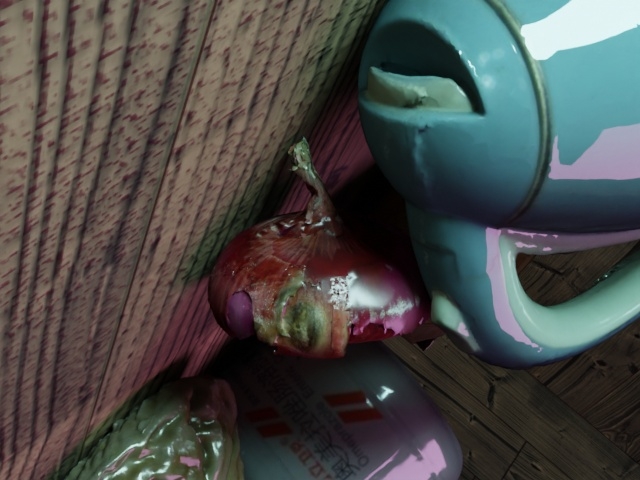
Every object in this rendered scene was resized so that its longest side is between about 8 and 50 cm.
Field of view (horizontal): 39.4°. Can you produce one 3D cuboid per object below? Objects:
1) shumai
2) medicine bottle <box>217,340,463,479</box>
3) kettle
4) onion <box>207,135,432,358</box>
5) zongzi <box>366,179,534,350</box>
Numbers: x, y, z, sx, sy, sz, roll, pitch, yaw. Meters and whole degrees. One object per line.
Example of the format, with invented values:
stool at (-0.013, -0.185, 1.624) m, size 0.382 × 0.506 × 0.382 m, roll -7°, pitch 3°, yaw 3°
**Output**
shumai at (-0.108, 0.222, 0.717) m, size 0.206 × 0.175 × 0.166 m, roll -47°, pitch 171°, yaw -39°
medicine bottle at (-0.035, 0.240, 0.921) m, size 0.306 × 0.245 × 0.245 m, roll -40°, pitch 169°, yaw -9°
kettle at (0.182, -0.079, 0.556) m, size 0.342 × 0.247 × 0.319 m, roll -23°, pitch 116°, yaw -27°
onion at (0.000, 0.000, 0.580) m, size 0.150 × 0.150 × 0.140 m, roll -32°, pitch 124°, yaw -63°
zongzi at (0.196, -0.096, 0.928) m, size 0.447 × 0.181 × 0.418 m, roll -52°, pitch 170°, yaw -2°
